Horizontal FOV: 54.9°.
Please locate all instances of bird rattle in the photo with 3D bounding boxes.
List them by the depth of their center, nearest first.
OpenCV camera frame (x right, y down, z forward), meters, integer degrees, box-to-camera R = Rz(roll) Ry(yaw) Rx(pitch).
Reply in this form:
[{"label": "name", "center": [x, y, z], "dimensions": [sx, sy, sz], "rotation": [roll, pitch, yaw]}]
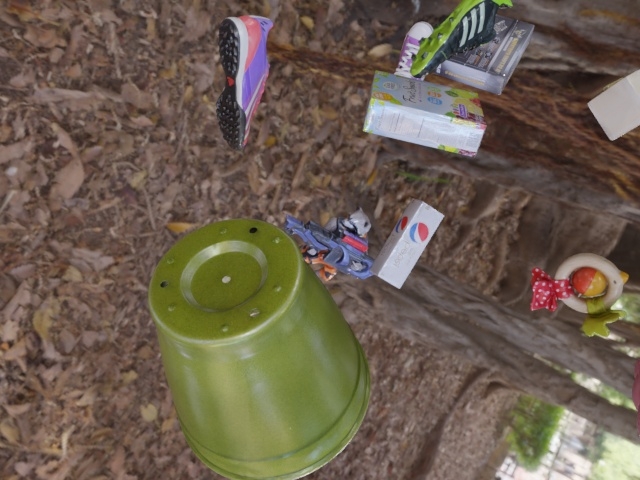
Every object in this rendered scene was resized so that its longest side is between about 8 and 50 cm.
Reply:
[{"label": "bird rattle", "center": [0.683, 0.123, 1.616], "dimensions": [0.143, 0.253, 0.207], "rotation": [-22, 140, -49]}]

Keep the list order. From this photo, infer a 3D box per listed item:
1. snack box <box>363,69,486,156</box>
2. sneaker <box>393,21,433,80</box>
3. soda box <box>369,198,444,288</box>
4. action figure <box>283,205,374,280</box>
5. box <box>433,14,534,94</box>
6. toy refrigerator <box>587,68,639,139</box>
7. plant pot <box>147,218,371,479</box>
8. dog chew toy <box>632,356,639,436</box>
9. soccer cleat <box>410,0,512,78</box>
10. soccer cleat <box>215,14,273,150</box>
[{"label": "snack box", "center": [0.189, -0.238, 1.137], "dimensions": [0.174, 0.207, 0.070], "rotation": [-78, 180, -58]}, {"label": "sneaker", "center": [0.263, -0.505, 1.832], "dimensions": [0.161, 0.102, 0.282], "rotation": [-42, 149, -64]}, {"label": "soda box", "center": [0.213, 0.006, 1.536], "dimensions": [0.074, 0.069, 0.216], "rotation": [31, 90, -19]}, {"label": "action figure", "center": [0.000, 0.000, 1.784], "dimensions": [0.341, 0.330, 0.178], "rotation": [36, 37, -30]}, {"label": "box", "center": [0.416, -0.488, 1.570], "dimensions": [0.231, 0.183, 0.056], "rotation": [-57, 161, -28]}, {"label": "toy refrigerator", "center": [0.635, -0.292, 1.143], "dimensions": [0.269, 0.094, 0.102], "rotation": [-28, 175, -22]}, {"label": "plant pot", "center": [-0.116, 0.162, 1.029], "dimensions": [0.366, 0.366, 0.353], "rotation": [-52, 149, -28]}, {"label": "dog chew toy", "center": [0.769, 0.343, 1.318], "dimensions": [0.332, 0.207, 0.206], "rotation": [-63, 165, -65]}, {"label": "soccer cleat", "center": [0.192, -0.278, 0.830], "dimensions": [0.072, 0.060, 0.179], "rotation": [42, 85, -24]}, {"label": "soccer cleat", "center": [-0.167, -0.352, 1.409], "dimensions": [0.116, 0.108, 0.318], "rotation": [-22, 136, -33]}]
